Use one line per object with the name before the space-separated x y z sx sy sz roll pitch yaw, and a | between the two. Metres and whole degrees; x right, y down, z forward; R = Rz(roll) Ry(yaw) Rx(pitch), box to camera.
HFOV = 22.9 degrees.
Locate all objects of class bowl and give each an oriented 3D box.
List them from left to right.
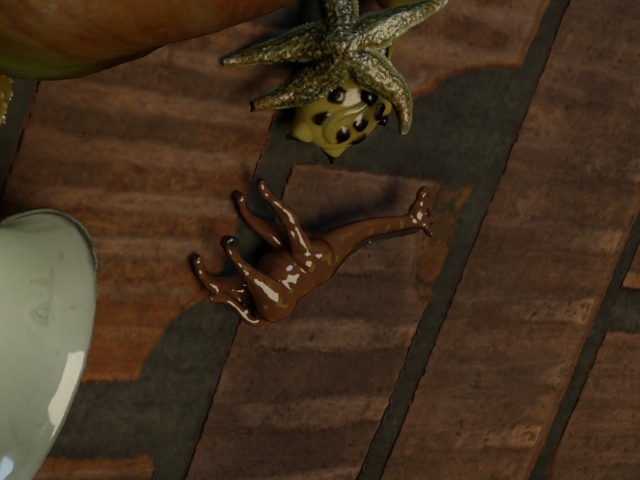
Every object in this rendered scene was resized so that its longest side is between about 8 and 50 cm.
bowl | -0.322 0.095 1.275 0.313 0.146 0.313 -54 157 -35

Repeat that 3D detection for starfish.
starfish | 0.019 -0.190 1.460 0.223 0.050 0.217 -25 92 -4

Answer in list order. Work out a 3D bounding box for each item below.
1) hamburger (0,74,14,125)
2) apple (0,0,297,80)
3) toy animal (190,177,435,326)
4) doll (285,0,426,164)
hamburger | -0.340 -0.118 1.161 0.215 0.122 0.189 7 114 -42
apple | -0.136 -0.292 1.047 0.400 0.400 0.333 -28 102 -28
toy animal | 0.000 0.000 1.604 0.229 0.066 0.224 36 85 -38
doll | 0.064 -0.209 1.518 0.117 0.086 0.291 25 100 -43
